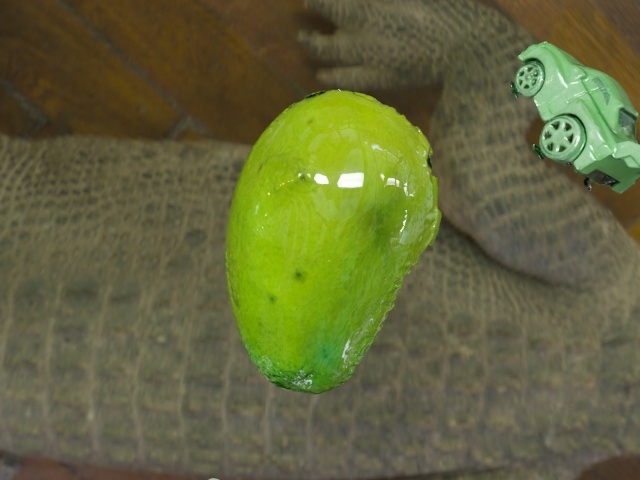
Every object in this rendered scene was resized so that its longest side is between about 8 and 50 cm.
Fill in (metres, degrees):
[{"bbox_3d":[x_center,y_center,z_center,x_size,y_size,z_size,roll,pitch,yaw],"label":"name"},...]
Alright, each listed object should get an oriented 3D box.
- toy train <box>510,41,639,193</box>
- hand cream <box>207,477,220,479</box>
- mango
[{"bbox_3d":[0.219,-0.098,1.238,0.081,0.149,0.099,-32,150,26],"label":"toy train"},{"bbox_3d":[-0.091,0.252,1.166,0.057,0.165,0.037,34,127,-25],"label":"hand cream"},{"bbox_3d":[-0.001,0.000,0.883,0.100,0.119,0.178,13,92,-42],"label":"mango"}]
